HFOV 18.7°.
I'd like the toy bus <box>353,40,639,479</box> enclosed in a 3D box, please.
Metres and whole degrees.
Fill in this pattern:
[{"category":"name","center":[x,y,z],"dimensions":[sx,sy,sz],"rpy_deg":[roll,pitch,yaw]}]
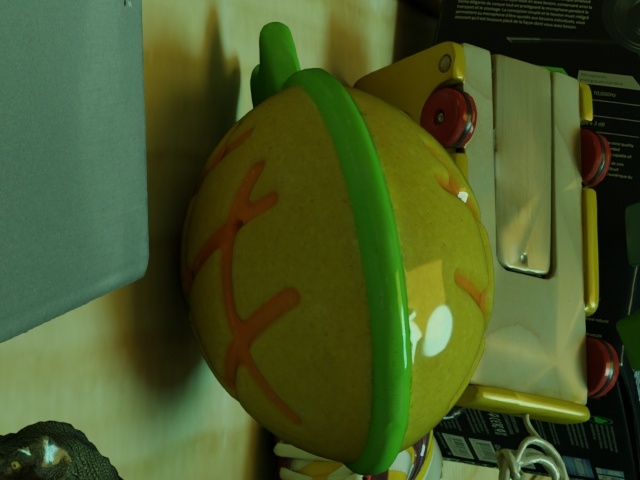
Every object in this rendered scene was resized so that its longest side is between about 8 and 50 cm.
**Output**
[{"category":"toy bus","center":[0.065,0.013,0.887],"dimensions":[0.202,0.104,0.191],"rpy_deg":[-44,107,-38]}]

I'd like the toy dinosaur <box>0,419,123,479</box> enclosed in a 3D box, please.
[{"category":"toy dinosaur","center":[-0.046,0.132,0.527],"dimensions":[0.268,0.064,0.118],"rpy_deg":[68,19,-67]}]

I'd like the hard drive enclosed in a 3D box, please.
[{"category":"hard drive","center":[-0.073,-0.027,0.472],"dimensions":[0.135,0.022,0.094],"rpy_deg":[-30,120,-75]}]

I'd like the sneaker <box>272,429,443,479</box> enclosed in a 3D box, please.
[{"category":"sneaker","center":[0.003,0.103,0.748],"dimensions":[0.185,0.069,0.084],"rpy_deg":[-78,153,-58]}]

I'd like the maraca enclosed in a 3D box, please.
[{"category":"maraca","center":[0.000,0.000,0.648],"dimensions":[0.185,0.099,0.127],"rpy_deg":[-117,-154,-59]}]

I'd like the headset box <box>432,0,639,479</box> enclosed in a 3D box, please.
[{"category":"headset box","center":[0.136,-0.032,1.098],"dimensions":[0.246,0.131,0.283],"rpy_deg":[63,37,-65]}]
